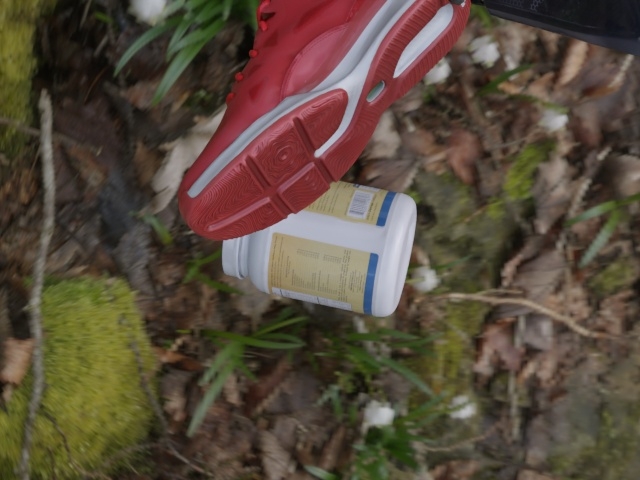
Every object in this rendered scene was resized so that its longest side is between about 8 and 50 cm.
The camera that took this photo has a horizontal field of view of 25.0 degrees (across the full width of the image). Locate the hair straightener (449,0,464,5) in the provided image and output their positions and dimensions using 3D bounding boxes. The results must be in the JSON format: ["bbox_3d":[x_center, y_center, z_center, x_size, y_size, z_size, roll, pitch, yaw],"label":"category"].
[{"bbox_3d":[0.026,-0.171,0.437,0.089,0.047,0.230,-11,133,6],"label":"hair straightener"}]

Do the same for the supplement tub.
[{"bbox_3d":[0.000,0.000,1.647,0.199,0.144,0.144,12,83,9],"label":"supplement tub"}]

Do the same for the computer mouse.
[{"bbox_3d":[0.186,-0.179,1.020,0.188,0.272,0.072,3,105,-41],"label":"computer mouse"}]

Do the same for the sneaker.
[{"bbox_3d":[-0.023,-0.107,0.890,0.221,0.087,0.128,-41,58,-8],"label":"sneaker"}]
